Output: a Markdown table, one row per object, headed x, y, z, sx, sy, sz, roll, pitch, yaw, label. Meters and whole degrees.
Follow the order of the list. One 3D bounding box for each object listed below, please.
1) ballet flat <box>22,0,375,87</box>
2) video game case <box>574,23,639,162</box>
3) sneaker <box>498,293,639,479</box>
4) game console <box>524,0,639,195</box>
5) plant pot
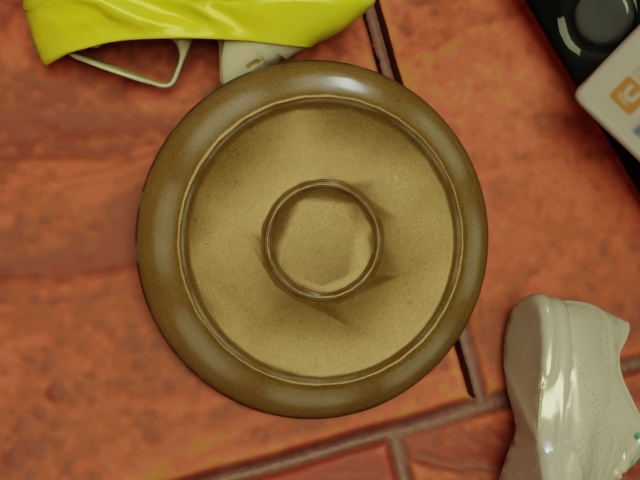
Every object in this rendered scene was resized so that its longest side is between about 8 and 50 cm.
| x | y | z | sx | sy | sz | roll | pitch | yaw | label |
| --- | --- | --- | --- | --- | --- | --- | --- | --- | --- |
| -0.080 | -0.139 | 0.735 | 0.230 | 0.077 | 0.077 | 2 | 102 | -4 | ballet flat |
| 0.374 | -0.083 | 0.658 | 0.329 | 0.036 | 0.300 | 45 | 114 | 6 | video game case |
| 0.169 | 0.143 | 0.714 | 0.094 | 0.080 | 0.212 | 10 | 78 | -17 | sneaker |
| 0.339 | -0.183 | 0.693 | 0.386 | 0.060 | 0.342 | -31 | 83 | 25 | game console |
| 0.000 | 0.000 | 0.712 | 0.236 | 0.032 | 0.236 | 0 | 91 | -10 | plant pot |
